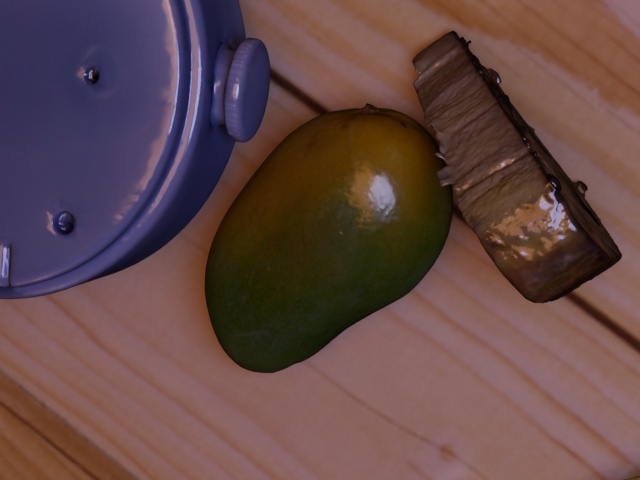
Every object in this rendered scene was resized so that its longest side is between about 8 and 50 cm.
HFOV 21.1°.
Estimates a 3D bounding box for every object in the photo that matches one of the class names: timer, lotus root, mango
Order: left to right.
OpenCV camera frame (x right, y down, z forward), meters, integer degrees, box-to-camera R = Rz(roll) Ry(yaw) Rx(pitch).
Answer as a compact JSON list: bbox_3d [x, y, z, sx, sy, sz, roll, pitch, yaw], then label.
[{"bbox_3d":[-0.223,-0.137,1.389,0.395,0.173,0.395,1,94,15],"label":"timer"},{"bbox_3d":[0.000,0.000,1.381,0.156,0.114,0.251,44,117,-4],"label":"mango"},{"bbox_3d":[0.152,-0.044,1.302,0.074,0.260,0.170,-39,116,14],"label":"lotus root"}]

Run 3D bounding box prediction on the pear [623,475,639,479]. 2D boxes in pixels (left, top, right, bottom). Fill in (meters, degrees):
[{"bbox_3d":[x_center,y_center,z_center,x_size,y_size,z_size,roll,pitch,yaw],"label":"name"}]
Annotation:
[{"bbox_3d":[0.256,0.263,1.305,0.178,0.178,0.178,1,95,15],"label":"pear"}]
